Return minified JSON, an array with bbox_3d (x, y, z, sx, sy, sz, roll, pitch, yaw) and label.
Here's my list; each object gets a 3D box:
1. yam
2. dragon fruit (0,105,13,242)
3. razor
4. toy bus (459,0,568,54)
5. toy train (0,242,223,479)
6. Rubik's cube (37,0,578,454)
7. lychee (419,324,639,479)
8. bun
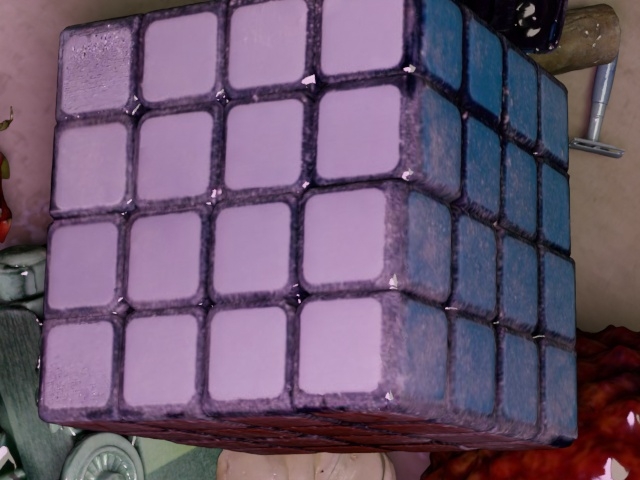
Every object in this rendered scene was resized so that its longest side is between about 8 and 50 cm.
[{"bbox_3d":[0.220,-0.196,1.669,0.169,0.068,0.068,-13,104,-19],"label":"yam"},{"bbox_3d":[-0.340,-0.071,1.455,0.137,0.135,0.236,1,95,-16],"label":"dragon fruit"},{"bbox_3d":[0.296,-0.158,1.722,0.068,0.040,0.135,10,92,-22],"label":"razor"},{"bbox_3d":[0.075,-0.251,1.544,0.288,0.175,0.138,-5,118,-19],"label":"toy bus"},{"bbox_3d":[-0.206,0.137,1.493,0.238,0.167,0.299,-26,113,-47],"label":"toy train"},{"bbox_3d":[0.000,0.000,1.371,0.344,0.344,0.337,20,68,-59],"label":"Rubik's cube"},{"bbox_3d":[0.276,0.297,1.608,0.500,0.424,0.424,-27,115,34],"label":"lychee"},{"bbox_3d":[-0.036,0.289,1.619,0.259,0.160,0.259,-3,102,-16],"label":"bun"}]
